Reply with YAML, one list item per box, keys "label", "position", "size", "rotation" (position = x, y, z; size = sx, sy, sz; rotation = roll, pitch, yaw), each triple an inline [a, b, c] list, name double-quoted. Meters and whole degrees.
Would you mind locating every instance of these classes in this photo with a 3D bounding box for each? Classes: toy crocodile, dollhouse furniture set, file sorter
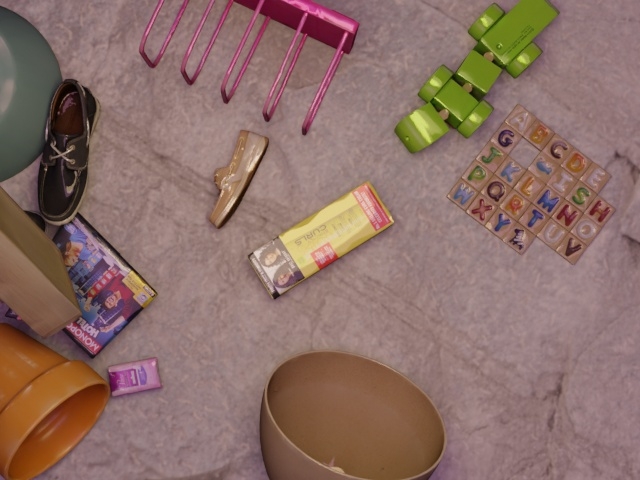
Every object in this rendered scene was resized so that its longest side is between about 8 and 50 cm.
- label: "toy crocodile"
  position: [0.257, -0.273, 1.780]
  size: [0.115, 0.105, 0.340]
  rotation: [41, 82, 0]
- label: "dollhouse furniture set"
  position: [-0.584, 0.093, 1.547]
  size: [0.394, 0.256, 0.362]
  rotation: [-31, 47, 0]
- label: "file sorter"
  position: [-0.113, -0.302, 1.710]
  size: [0.291, 0.202, 0.182]
  rotation: [25, 90, -1]

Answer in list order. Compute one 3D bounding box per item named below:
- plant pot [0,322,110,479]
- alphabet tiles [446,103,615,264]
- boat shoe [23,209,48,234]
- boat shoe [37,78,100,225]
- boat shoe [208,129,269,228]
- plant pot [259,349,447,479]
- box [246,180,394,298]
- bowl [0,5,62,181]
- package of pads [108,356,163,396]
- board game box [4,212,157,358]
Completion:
- label: "plant pot"
  position: [-0.462, 0.234, 1.685]
  size: [0.188, 0.205, 0.205]
  rotation: [40, 86, 16]
- label: "alphabet tiles"
  position: [0.360, -0.077, 1.814]
  size: [0.237, 0.009, 0.198]
  rotation: [38, 86, 0]
- label: "boat shoe"
  position: [-0.550, -0.010, 1.738]
  size: [0.229, 0.076, 0.080]
  rotation: [-3, 87, -3]
- label: "boat shoe"
  position: [-0.405, -0.140, 1.724]
  size: [0.084, 0.079, 0.233]
  rotation: [6, 74, 4]
- label: "boat shoe"
  position: [-0.144, -0.101, 1.770]
  size: [0.059, 0.063, 0.170]
  rotation: [27, 77, 1]
- label: "plant pot"
  position: [0.027, 0.331, 1.677]
  size: [0.284, 0.284, 0.190]
  rotation: [19, 120, -2]
- label: "box"
  position: [0.000, 0.000, 1.770]
  size: [0.232, 0.058, 0.087]
  rotation: [-31, 88, -4]
- label: "bowl"
  position: [-0.571, -0.242, 1.705]
  size: [0.312, 0.163, 0.311]
  rotation: [0, 87, -3]
- label: "package of pads"
  position: [-0.298, 0.219, 1.762]
  size: [0.083, 0.032, 0.050]
  rotation: [-10, 85, -3]
- label: "board game box"
  position: [-0.394, 0.087, 1.749]
  size: [0.194, 0.060, 0.194]
  rotation: [-45, 90, -3]
